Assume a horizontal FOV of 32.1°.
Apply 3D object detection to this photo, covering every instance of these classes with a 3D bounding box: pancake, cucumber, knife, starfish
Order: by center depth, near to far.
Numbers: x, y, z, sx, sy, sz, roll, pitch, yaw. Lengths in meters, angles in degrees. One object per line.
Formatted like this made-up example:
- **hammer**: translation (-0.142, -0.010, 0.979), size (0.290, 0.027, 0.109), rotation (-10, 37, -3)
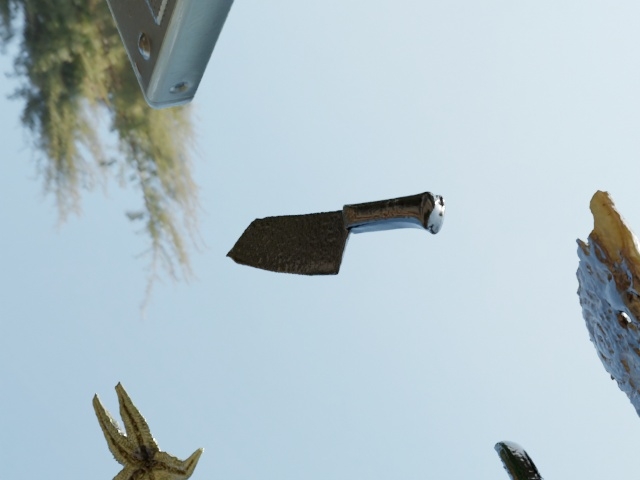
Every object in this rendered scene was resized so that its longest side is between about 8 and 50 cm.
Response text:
- **knife**: translation (0.000, 0.000, 0.854), size (0.230, 0.028, 0.060), rotation (-6, -115, 46)
- **cucumber**: translation (0.212, 0.245, 1.107), size (0.036, 0.033, 0.184), rotation (11, -162, -20)
- **pancake**: translation (0.357, 0.096, 1.224), size (0.056, 0.257, 0.212), rotation (-25, -138, -9)
- **starfish**: translation (-0.217, 0.278, 1.342), size (0.217, 0.050, 0.223), rotation (-31, -109, 26)

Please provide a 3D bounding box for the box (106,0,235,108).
- **box**: translation (-0.129, -0.252, 0.764), size (0.045, 0.211, 0.270), rotation (-14, -109, -26)
